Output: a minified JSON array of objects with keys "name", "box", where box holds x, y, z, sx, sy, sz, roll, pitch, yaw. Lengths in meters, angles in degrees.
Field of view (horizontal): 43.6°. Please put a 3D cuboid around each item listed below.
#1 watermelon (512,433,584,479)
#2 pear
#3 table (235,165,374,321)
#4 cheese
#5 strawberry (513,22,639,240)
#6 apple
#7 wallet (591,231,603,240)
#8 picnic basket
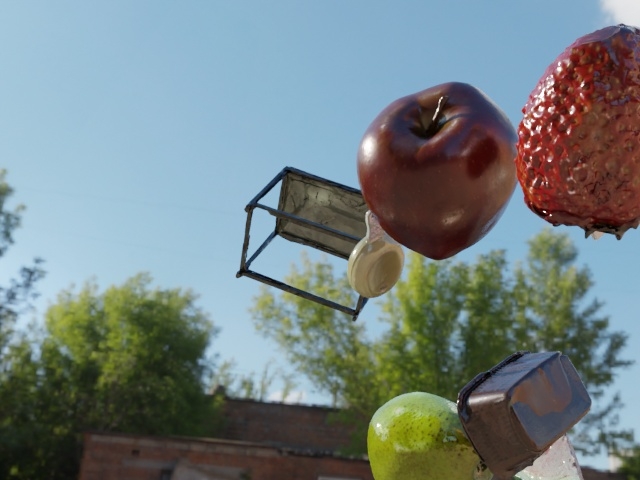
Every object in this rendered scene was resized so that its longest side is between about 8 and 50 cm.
[{"name":"watermelon","box":[0.581,0.569,1.970,0.256,0.176,0.260,22,-23,48]},{"name":"pear","box":[0.310,0.573,2.128,0.318,0.342,0.238,-28,-6,41]},{"name":"table","box":[0.000,0.000,2.044,0.335,0.272,0.222,19,-58,12]},{"name":"cheese","box":[0.116,0.020,1.675,0.064,0.137,0.227,38,-34,39]},{"name":"strawberry","box":[0.398,-0.164,1.146,0.238,0.250,0.288,0,-46,19]},{"name":"apple","box":[0.210,-0.123,1.439,0.288,0.288,0.317,0,-34,12]},{"name":"wallet","box":[0.708,-0.056,1.992,0.122,0.061,0.025,-36,7,-23]},{"name":"picnic basket","box":[0.447,0.356,1.700,0.297,0.222,0.129,-23,-7,-38]}]
